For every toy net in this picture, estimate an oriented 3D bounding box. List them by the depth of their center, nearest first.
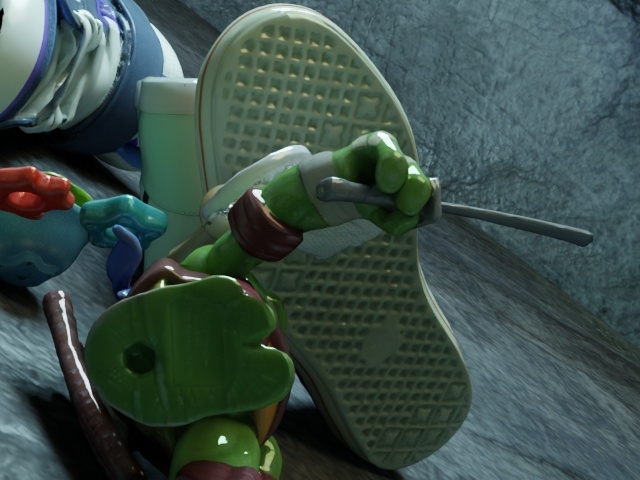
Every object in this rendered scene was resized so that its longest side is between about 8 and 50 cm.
[{"bbox_3d":[-0.082,-0.023,0.829,0.122,0.232,0.045,54,33,-57],"label":"toy net"}]

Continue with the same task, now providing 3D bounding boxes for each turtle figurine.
[{"bbox_3d":[0.010,0.065,0.710,0.274,0.198,0.266,34,13,2],"label":"turtle figurine"}]

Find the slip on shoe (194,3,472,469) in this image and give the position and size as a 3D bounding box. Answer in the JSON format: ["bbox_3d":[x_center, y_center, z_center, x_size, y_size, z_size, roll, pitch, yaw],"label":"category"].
[{"bbox_3d":[0.000,0.000,0.969,0.101,0.123,0.331,47,-14,44],"label":"slip on shoe"}]

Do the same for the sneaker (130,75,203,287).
[{"bbox_3d":[-0.078,-0.025,1.085,0.094,0.151,0.256,2,4,2],"label":"sneaker"}]

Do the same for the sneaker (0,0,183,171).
[{"bbox_3d":[-0.162,-0.118,1.162,0.236,0.130,0.323,27,7,-28],"label":"sneaker"}]
